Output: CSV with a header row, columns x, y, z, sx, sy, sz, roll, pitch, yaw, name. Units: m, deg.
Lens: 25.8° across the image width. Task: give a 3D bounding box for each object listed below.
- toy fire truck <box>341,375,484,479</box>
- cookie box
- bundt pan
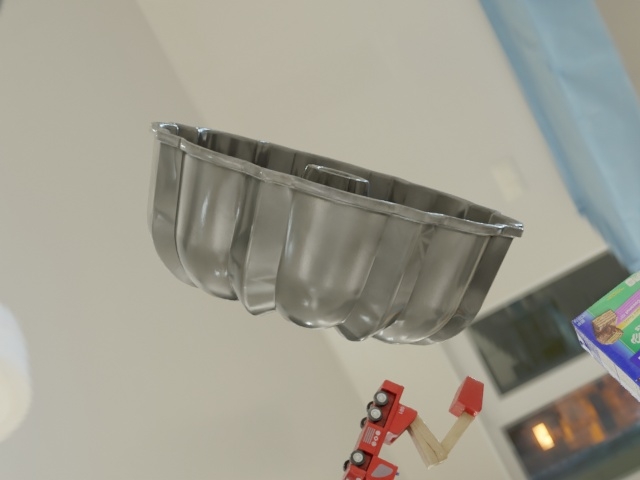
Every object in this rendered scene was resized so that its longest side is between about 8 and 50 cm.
x,y,z,sx,sy,sz,roll,pitch,yaw,name
0.119,0.245,1.770,0.135,0.192,0.047,24,151,0,toy fire truck
0.282,0.082,1.181,0.107,0.092,0.040,48,172,46,cookie box
0.000,0.000,1.190,0.331,0.331,0.124,-99,24,-83,bundt pan
